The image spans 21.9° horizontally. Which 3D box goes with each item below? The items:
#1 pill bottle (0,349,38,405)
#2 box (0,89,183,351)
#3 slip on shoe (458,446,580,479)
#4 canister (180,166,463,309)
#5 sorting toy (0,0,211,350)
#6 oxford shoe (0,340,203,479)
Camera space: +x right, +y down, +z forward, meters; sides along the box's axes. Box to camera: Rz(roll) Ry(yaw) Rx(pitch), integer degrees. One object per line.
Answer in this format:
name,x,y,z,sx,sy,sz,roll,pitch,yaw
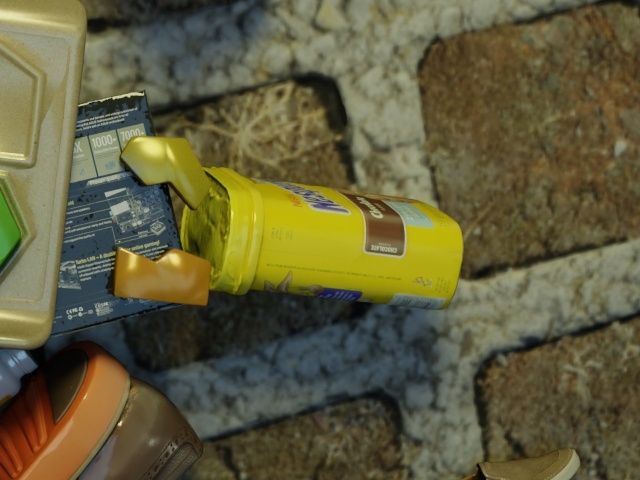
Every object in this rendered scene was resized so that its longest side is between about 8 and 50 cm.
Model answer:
pill bottle,-0.238,0.100,1.147,0.083,0.043,0.043,-36,110,-6
box,-0.190,-0.009,1.103,0.180,0.077,0.147,-15,94,-12
slip on shoe,0.135,0.188,1.276,0.135,0.051,0.041,-27,97,-2
canister,0.000,0.000,1.150,0.170,0.126,0.073,7,101,-20
sorting toy,-0.214,-0.049,1.035,0.307,0.041,0.229,6,89,-12
oxford shoe,-0.222,0.249,1.147,0.133,0.130,0.364,39,92,-28
